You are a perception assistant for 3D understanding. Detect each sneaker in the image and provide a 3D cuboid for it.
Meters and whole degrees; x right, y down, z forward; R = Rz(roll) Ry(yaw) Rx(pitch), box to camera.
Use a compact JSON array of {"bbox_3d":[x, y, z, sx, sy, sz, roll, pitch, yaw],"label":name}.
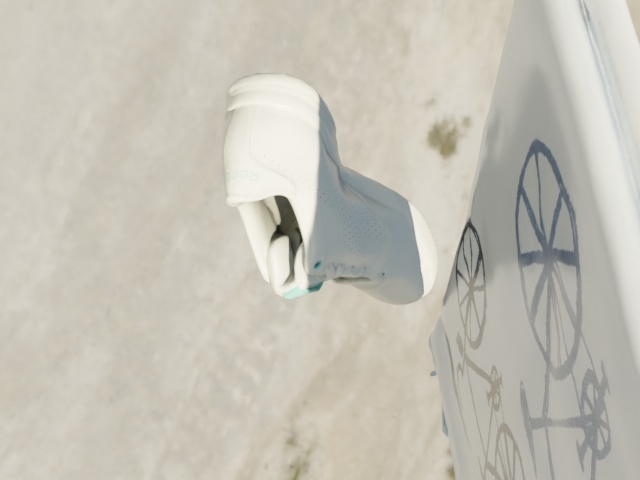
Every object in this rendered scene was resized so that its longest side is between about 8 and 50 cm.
[{"bbox_3d":[0.000,0.000,0.734,0.212,0.080,0.094,45,46,-45],"label":"sneaker"}]

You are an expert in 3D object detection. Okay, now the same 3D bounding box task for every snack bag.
[{"bbox_3d":[0.103,0.107,0.526,0.342,0.037,0.323,95,-11,-58],"label":"snack bag"}]
